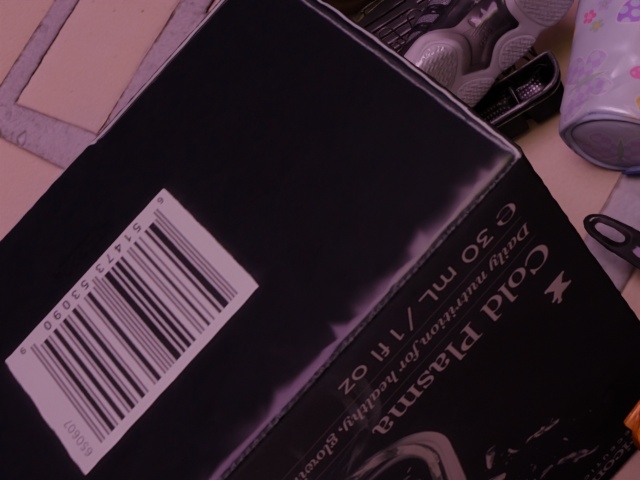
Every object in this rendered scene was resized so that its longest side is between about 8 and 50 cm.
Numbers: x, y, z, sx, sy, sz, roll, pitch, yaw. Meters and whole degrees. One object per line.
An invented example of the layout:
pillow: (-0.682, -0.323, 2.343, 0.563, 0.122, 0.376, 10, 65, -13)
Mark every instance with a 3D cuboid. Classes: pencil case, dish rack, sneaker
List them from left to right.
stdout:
dish rack: (0.128, -0.197, 1.293, 0.208, 0.074, 0.271, -30, 55, 13)
sneaker: (0.123, -0.221, 1.207, 0.268, 0.101, 0.153, -41, 49, 1)
pencil case: (0.309, -0.206, 1.167, 0.124, 0.113, 0.273, -6, 63, 38)

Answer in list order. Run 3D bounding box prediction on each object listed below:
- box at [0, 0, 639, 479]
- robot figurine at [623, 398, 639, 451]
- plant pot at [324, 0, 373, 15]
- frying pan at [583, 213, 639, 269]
box: (-0.015, 0.137, 0.963, 0.480, 0.472, 0.297, -48, 54, 1)
robot figurine: (0.330, 0.251, 0.904, 0.291, 0.085, 0.211, 38, 93, 14)
plant pot: (-0.004, -0.386, 1.381, 0.263, 0.263, 0.229, -35, 73, 11)
frying pan: (0.361, 0.091, 1.031, 0.326, 0.053, 0.197, 9, 70, 35)
